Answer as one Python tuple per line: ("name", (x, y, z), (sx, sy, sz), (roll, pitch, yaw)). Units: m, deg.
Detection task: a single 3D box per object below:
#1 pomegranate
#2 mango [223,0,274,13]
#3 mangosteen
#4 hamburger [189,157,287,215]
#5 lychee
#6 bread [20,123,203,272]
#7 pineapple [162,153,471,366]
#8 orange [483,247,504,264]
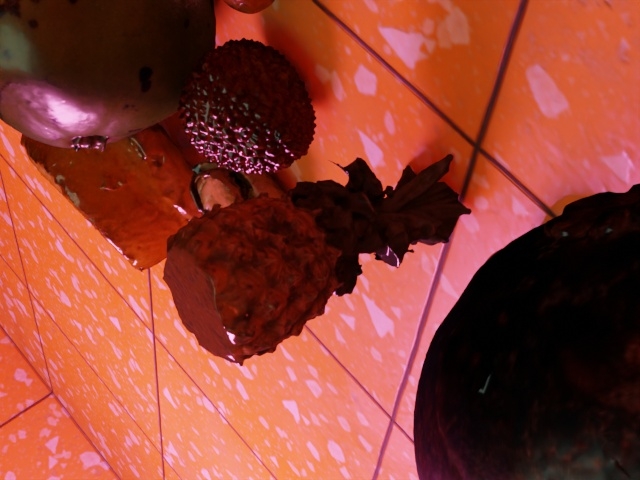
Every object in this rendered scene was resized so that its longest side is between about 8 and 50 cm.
("pomegranate", (-0.227, -0.221, 1.106), (0.254, 0.254, 0.271), (16, 108, 55))
("mango", (-0.076, -0.251, 0.992), (0.114, 0.060, 0.080), (62, 171, -15))
("mangosteen", (0.208, 0.119, 0.634), (0.330, 0.330, 0.330), (42, 151, 29))
("hamburger", (-0.057, -0.020, 1.217), (0.102, 0.087, 0.176), (-18, 96, 52))
("lychee", (-0.064, -0.122, 1.064), (0.129, 0.123, 0.123), (22, 149, 4))
("bread", (-0.233, -0.079, 1.342), (0.268, 0.145, 0.268), (48, 174, 6))
("pineapple", (0.000, 0.001, 0.933), (0.128, 0.248, 0.128), (45, 150, 36))
("orange", (0.162, 0.042, 0.895), (0.083, 0.070, 0.083), (43, 156, 24))
